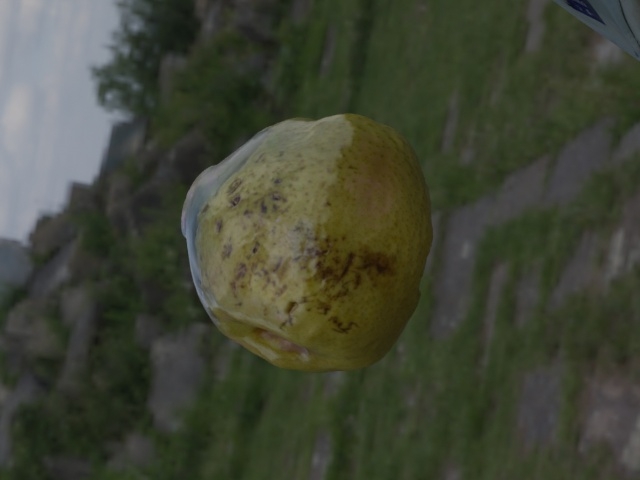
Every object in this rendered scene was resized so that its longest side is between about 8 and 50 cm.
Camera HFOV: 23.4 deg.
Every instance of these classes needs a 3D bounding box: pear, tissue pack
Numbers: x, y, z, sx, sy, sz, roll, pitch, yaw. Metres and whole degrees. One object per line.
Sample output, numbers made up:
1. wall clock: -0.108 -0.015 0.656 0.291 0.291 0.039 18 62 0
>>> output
1. pear: 0.000 0.000 1.554 0.271 0.271 0.271 -170 90 -83
2. tissue pack: 0.111 -0.129 0.711 0.026 0.122 0.193 -53 -29 6
